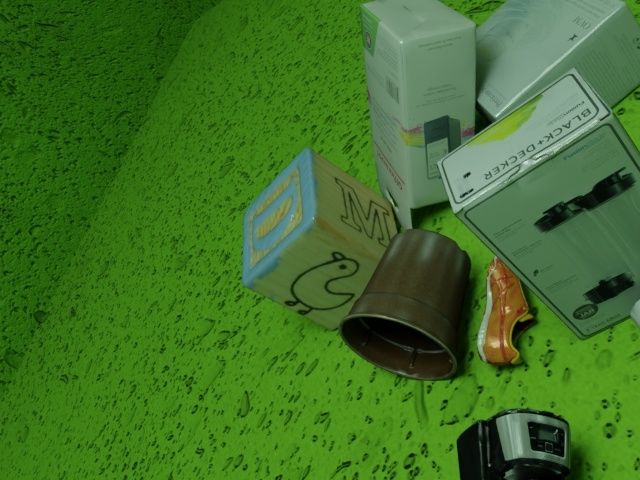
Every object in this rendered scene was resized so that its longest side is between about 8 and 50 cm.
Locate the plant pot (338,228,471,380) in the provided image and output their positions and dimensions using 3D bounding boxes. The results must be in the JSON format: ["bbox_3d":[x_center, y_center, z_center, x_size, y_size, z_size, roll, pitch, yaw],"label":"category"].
[{"bbox_3d":[0.131,0.084,0.887,0.167,0.167,0.165,-12,43,45],"label":"plant pot"}]

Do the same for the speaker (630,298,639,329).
[{"bbox_3d":[0.379,0.112,0.642,0.055,0.055,0.136,-40,35,18],"label":"speaker"}]

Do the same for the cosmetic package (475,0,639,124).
[{"bbox_3d":[0.341,-0.272,0.972,0.224,0.138,0.224,-43,34,16],"label":"cosmetic package"}]

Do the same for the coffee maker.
[{"bbox_3d":[0.191,0.284,0.644,0.171,0.120,0.178,-35,33,36],"label":"coffee maker"}]

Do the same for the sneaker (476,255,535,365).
[{"bbox_3d":[0.252,0.085,0.832,0.067,0.064,0.175,-1,62,27],"label":"sneaker"}]

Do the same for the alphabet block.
[{"bbox_3d":[0.000,0.000,1.058,0.192,0.197,0.194,-42,34,31],"label":"alphabet block"}]

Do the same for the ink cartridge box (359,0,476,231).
[{"bbox_3d":[0.162,-0.198,1.034,0.119,0.354,0.207,-14,37,-6],"label":"ink cartridge box"}]

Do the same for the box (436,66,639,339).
[{"bbox_3d":[0.279,-0.023,0.675,0.169,0.290,0.087,-36,37,25],"label":"box"}]
